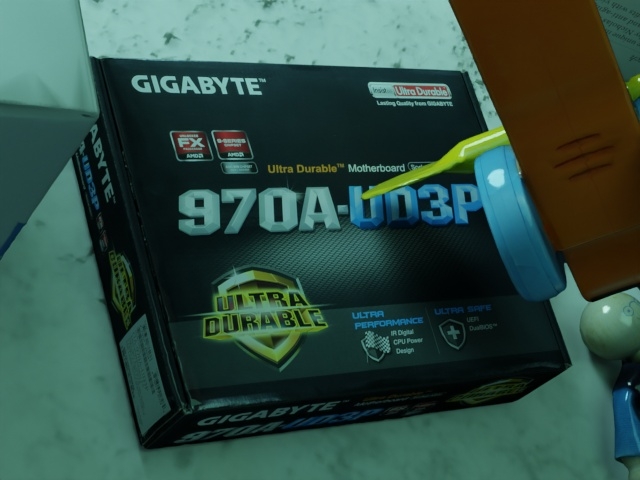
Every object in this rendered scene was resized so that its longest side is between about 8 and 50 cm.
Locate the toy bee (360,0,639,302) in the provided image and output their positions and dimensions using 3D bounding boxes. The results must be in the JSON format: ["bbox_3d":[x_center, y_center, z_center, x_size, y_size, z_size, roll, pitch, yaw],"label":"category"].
[{"bbox_3d":[0.116,-0.029,0.635,0.195,0.298,0.162,-1,27,4],"label":"toy bee"}]

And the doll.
[{"bbox_3d":[0.210,0.102,0.732,0.189,0.046,0.129,46,50,8],"label":"doll"}]

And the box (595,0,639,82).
[{"bbox_3d":[0.196,-0.206,0.858,0.182,0.119,0.181,17,55,-23],"label":"box"}]

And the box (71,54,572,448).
[{"bbox_3d":[0.000,0.000,0.659,0.220,0.051,0.175,-2,65,-33],"label":"box"}]

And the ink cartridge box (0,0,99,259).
[{"bbox_3d":[-0.206,-0.109,0.520,0.168,0.171,0.232,2,62,-31],"label":"ink cartridge box"}]
